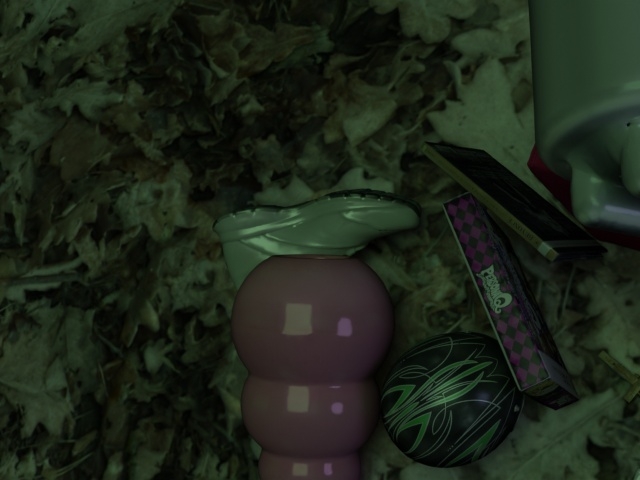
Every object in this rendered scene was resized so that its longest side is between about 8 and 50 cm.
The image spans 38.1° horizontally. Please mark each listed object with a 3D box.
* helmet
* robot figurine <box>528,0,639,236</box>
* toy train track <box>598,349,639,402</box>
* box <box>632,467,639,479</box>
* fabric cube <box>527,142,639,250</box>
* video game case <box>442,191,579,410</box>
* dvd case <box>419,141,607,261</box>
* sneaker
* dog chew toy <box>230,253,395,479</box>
[{"bbox_3d":[0.155,0.189,1.104,0.170,0.161,0.169,-1,66,3],"label":"helmet"},{"bbox_3d":[0.294,-0.182,0.846,0.200,0.300,0.353,10,69,-21],"label":"robot figurine"},{"bbox_3d":[0.371,0.163,1.116,0.083,0.014,0.048,43,100,33],"label":"toy train track"},{"bbox_3d":[0.362,0.344,0.997,0.091,0.130,0.170,19,82,25],"label":"box"},{"bbox_3d":[0.429,-0.119,1.015,0.258,0.254,0.259,19,82,40],"label":"fabric cube"},{"bbox_3d":[0.227,0.077,1.090,0.042,0.210,0.232,-26,65,15],"label":"video game case"},{"bbox_3d":[0.241,-0.049,1.152,0.221,0.165,0.018,44,115,27],"label":"dvd case"},{"bbox_3d":[0.000,0.000,1.284,0.297,0.111,0.129,-11,90,20],"label":"sneaker"},{"bbox_3d":[-0.011,0.185,1.167,0.207,0.207,0.331,2,93,23],"label":"dog chew toy"}]
